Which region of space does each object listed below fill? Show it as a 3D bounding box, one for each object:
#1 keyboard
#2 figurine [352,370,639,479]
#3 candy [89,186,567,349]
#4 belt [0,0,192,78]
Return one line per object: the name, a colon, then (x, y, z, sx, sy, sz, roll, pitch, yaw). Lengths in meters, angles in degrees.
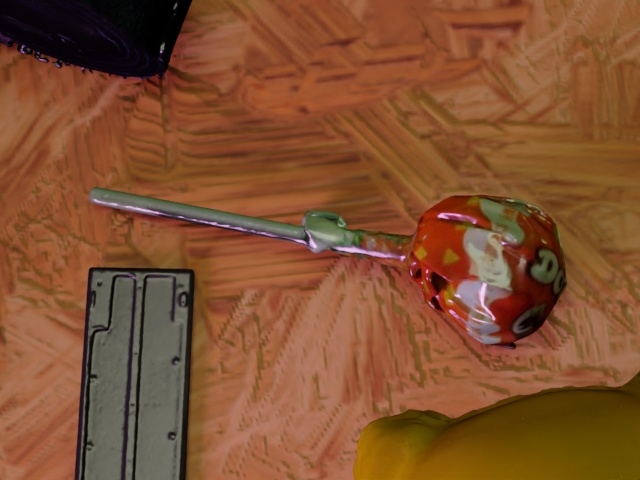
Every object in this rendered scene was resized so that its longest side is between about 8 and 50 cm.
keyboard: (-0.110, 0.113, 1.026, 0.067, 0.011, 0.202, 1, 74, 1)
figurine: (0.140, 0.233, 0.869, 0.323, 0.231, 0.340, -14, 79, 4)
candy: (0.000, 0.001, 1.030, 0.287, 0.078, 0.084, 9, 86, 13)
belt: (-0.172, -0.164, 1.035, 0.198, 0.151, 0.078, 23, 76, -14)
